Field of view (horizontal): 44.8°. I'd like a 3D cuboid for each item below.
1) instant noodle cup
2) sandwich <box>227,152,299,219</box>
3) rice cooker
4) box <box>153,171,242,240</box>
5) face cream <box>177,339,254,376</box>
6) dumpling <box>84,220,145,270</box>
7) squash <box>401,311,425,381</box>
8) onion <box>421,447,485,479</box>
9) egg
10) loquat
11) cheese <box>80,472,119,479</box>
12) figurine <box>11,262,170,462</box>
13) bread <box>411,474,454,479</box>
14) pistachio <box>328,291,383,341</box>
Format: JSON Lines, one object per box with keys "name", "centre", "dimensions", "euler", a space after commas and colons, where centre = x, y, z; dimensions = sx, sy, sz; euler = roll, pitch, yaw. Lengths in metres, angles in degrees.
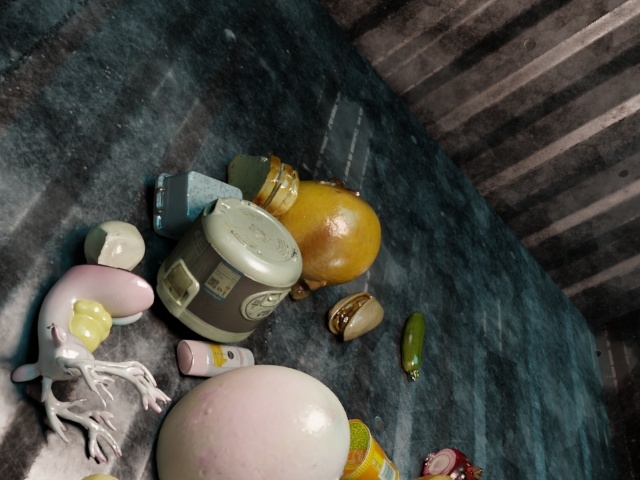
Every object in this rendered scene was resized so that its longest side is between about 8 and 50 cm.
{"name": "instant noodle cup", "centre": [0.104, 0.567, 1.952], "dimensions": [0.185, 0.168, 0.168], "euler": [49, 30, -33]}
{"name": "sandwich", "centre": [-0.160, -0.161, 2.097], "dimensions": [0.100, 0.254, 0.288], "euler": [27, 39, -27]}
{"name": "rice cooker", "centre": [-0.212, 0.073, 1.784], "dimensions": [0.288, 0.277, 0.288], "euler": [34, 24, -17]}
{"name": "box", "centre": [-0.301, -0.076, 1.928], "dimensions": [0.227, 0.130, 0.162], "euler": [20, 63, -47]}
{"name": "face cream", "centre": [-0.238, 0.273, 1.782], "dimensions": [0.198, 0.057, 0.084], "euler": [16, 50, -51]}
{"name": "dumpling", "centre": [-0.437, 0.035, 1.650], "dimensions": [0.229, 0.124, 0.151], "euler": [-78, 173, -77]}
{"name": "squash", "centre": [0.302, 0.324, 2.535], "dimensions": [0.071, 0.080, 0.318], "euler": [14, 37, 0]}
{"name": "onion", "centre": [0.396, 0.689, 2.227], "dimensions": [0.135, 0.198, 0.173], "euler": [52, 48, -25]}
{"name": "egg", "centre": [-0.101, 0.411, 1.574], "dimensions": [0.355, 0.340, 0.354], "euler": [33, 39, -32]}
{"name": "loquat", "centre": [0.000, 0.000, 2.162], "dimensions": [0.328, 0.328, 0.359], "euler": [17, 95, -50]}
{"name": "cheese", "centre": [-0.354, 0.564, 1.282], "dimensions": [0.259, 0.128, 0.315], "euler": [46, 34, -25]}
{"name": "figurine", "centre": [-0.410, 0.212, 1.452], "dimensions": [0.284, 0.206, 0.315], "euler": [37, 40, -15]}
{"name": "bread", "centre": [0.260, 0.729, 2.033], "dimensions": [0.288, 0.156, 0.204], "euler": [-8, 78, -61]}
{"name": "pistachio", "centre": [0.102, 0.225, 2.286], "dimensions": [0.130, 0.131, 0.206], "euler": [25, 30, 28]}
